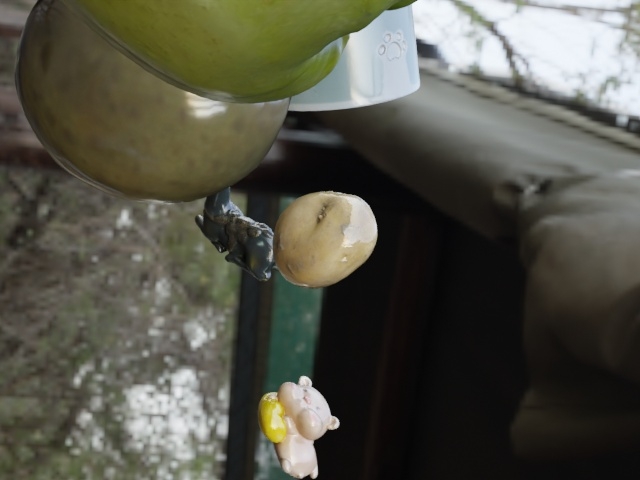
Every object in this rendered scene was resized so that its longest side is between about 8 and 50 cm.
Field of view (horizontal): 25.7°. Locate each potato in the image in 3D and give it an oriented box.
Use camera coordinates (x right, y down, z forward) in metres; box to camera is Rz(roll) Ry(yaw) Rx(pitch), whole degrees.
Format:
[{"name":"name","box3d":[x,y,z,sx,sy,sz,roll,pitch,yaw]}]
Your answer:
[{"name":"potato","box3d":[0.003,-0.001,1.639,0.147,0.112,0.112,-28,-127,39]}]

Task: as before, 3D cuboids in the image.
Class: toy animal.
[{"name":"toy animal","box3d":[-0.023,0.212,1.618,0.091,0.082,0.114,43,25,-67]}]

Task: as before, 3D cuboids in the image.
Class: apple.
[{"name":"apple","box3d":[-0.066,-0.283,1.028,0.360,0.311,0.320,53,-20,-11]}]

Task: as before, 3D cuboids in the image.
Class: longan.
[{"name":"longan","box3d":[-0.214,-0.219,1.828,0.361,0.361,0.361,-176,-90,-77]}]

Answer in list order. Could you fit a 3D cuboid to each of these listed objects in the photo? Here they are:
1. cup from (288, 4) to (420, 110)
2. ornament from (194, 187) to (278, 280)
[{"name":"cup","box3d":[-0.030,-0.356,2.188,0.259,0.357,0.274,-130,-147,-71]},{"name":"ornament","box3d":[-0.121,-0.073,2.144,0.202,0.080,0.236,36,-43,34]}]
